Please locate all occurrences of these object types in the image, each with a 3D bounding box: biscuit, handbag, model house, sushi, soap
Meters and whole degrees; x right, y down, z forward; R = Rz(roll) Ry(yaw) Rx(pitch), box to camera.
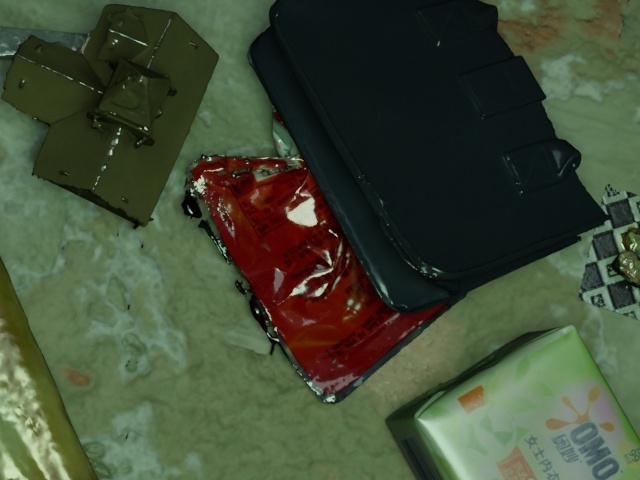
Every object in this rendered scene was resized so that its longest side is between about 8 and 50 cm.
[{"bbox_3d":[-0.351,0.163,1.316,0.237,0.062,0.290,-24,86,-22],"label":"biscuit"},{"bbox_3d":[0.110,-0.110,1.392,0.269,0.118,0.325,-19,73,-27],"label":"handbag"},{"bbox_3d":[-0.188,-0.130,1.296,0.176,0.248,0.180,24,80,-10],"label":"model house"},{"bbox_3d":[0.330,0.017,1.467,0.120,0.026,0.126,18,78,-4],"label":"sushi"},{"bbox_3d":[0.191,0.203,1.360,0.182,0.138,0.199,-28,85,-13],"label":"soap"}]

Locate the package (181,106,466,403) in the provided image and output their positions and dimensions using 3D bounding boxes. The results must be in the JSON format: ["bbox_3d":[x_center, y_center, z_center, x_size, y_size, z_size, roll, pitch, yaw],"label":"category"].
[{"bbox_3d":[0.000,0.000,1.404,0.194,0.071,0.269,-37,90,-4],"label":"package"}]

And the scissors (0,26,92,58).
[{"bbox_3d":[-0.352,-0.193,1.405,0.360,0.029,0.191,0,79,-8],"label":"scissors"}]
